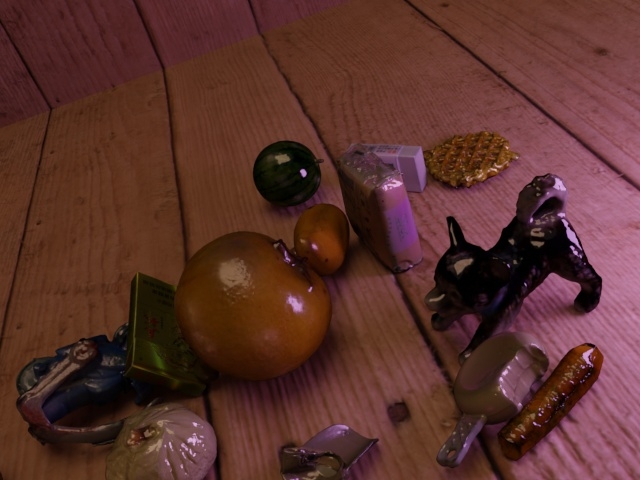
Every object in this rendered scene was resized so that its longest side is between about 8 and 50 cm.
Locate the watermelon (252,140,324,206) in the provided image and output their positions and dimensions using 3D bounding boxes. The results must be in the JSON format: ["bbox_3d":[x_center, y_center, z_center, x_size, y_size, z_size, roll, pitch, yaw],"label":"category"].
[{"bbox_3d":[-0.083,-0.193,1.844,0.214,0.188,0.188,-24,35,17],"label":"watermelon"}]

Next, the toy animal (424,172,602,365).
[{"bbox_3d":[0.350,0.042,1.280,0.344,0.303,0.194,-25,35,-9],"label":"toy animal"}]

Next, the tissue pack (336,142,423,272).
[{"bbox_3d":[0.133,-0.076,1.553,0.123,0.257,0.215,-31,38,-10],"label":"tissue pack"}]

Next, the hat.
[{"bbox_3d":[0.031,0.404,1.171,0.175,0.085,0.147,-19,19,-39],"label":"hat"}]

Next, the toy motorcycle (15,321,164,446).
[{"bbox_3d":[-0.484,0.323,1.432,0.319,0.241,0.182,-22,-8,-24],"label":"toy motorcycle"}]

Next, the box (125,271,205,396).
[{"bbox_3d":[-0.352,0.207,1.497,0.043,0.173,0.311,-52,30,24],"label":"box"}]

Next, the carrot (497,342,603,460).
[{"bbox_3d":[0.406,0.279,1.154,0.260,0.070,0.070,-38,41,-21],"label":"carrot"}]

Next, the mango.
[{"bbox_3d":[-0.004,0.001,1.548,0.108,0.157,0.262,-12,14,26],"label":"mango"}]

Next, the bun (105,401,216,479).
[{"bbox_3d":[-0.317,0.400,1.258,0.220,0.134,0.220,-11,39,9],"label":"bun"}]

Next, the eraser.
[{"bbox_3d":[0.179,-0.200,1.795,0.210,0.125,0.068,7,44,29],"label":"eraser"}]

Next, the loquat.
[{"bbox_3d":[-0.155,0.154,1.373,0.359,0.328,0.328,-53,36,15],"label":"loquat"}]

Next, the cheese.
[{"bbox_3d":[0.291,0.280,1.154,0.286,0.082,0.163,-49,14,-32],"label":"cheese"}]

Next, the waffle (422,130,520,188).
[{"bbox_3d":[0.406,-0.230,1.790,0.237,0.059,0.243,-24,37,-8],"label":"waffle"}]

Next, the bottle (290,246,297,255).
[{"bbox_3d":[-0.031,0.022,1.669,0.140,0.053,0.053,-36,40,-21],"label":"bottle"}]

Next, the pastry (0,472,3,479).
[{"bbox_3d":[-0.729,0.491,1.285,0.188,0.189,0.103,-39,34,-24],"label":"pastry"}]
